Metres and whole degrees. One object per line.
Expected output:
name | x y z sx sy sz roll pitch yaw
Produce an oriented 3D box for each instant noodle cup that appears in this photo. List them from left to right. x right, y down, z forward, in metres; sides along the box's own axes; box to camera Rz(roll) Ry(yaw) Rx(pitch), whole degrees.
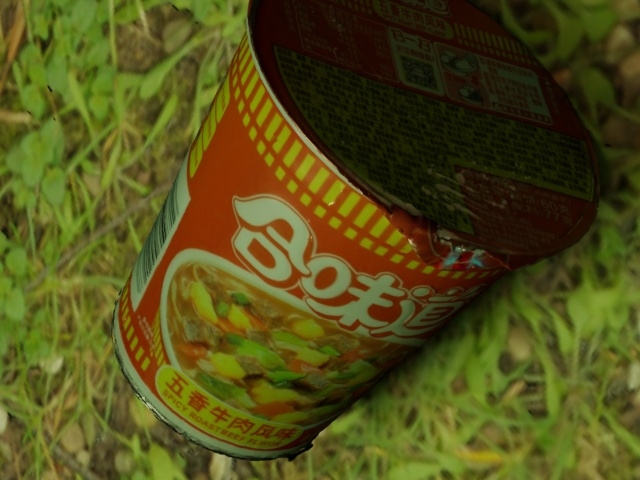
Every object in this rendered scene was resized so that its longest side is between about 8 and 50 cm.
instant noodle cup | 0.000 0.000 0.909 0.193 0.193 0.212 57 131 23
